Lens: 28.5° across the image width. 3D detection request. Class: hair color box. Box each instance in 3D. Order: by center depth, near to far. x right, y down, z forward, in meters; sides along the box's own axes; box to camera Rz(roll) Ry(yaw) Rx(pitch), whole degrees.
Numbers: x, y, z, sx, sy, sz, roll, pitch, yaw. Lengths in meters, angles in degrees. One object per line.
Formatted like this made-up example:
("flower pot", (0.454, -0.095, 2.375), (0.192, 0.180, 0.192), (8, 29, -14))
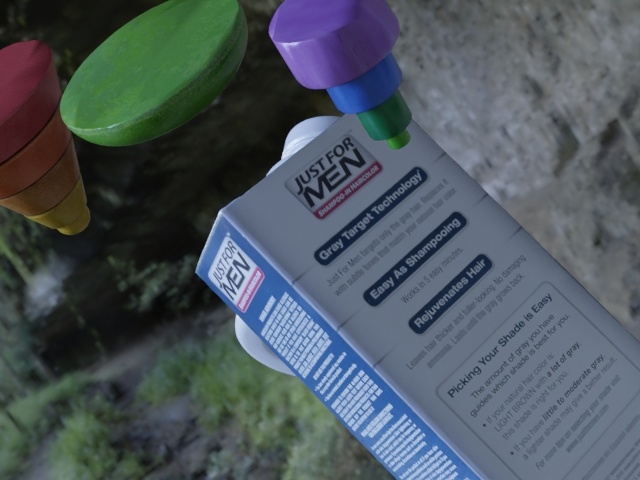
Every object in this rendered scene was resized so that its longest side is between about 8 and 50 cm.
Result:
("hair color box", (0.094, 0.074, 0.916), (0.174, 0.347, 0.105), (-40, -9, -29))

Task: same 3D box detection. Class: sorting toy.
("sorting toy", (-0.097, -0.067, 0.797), (0.365, 0.126, 0.127), (-8, 42, 32))

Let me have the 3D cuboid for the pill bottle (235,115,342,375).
("pill bottle", (0.000, 0.000, 1.091), (0.121, 0.121, 0.216), (-28, 40, 37))
